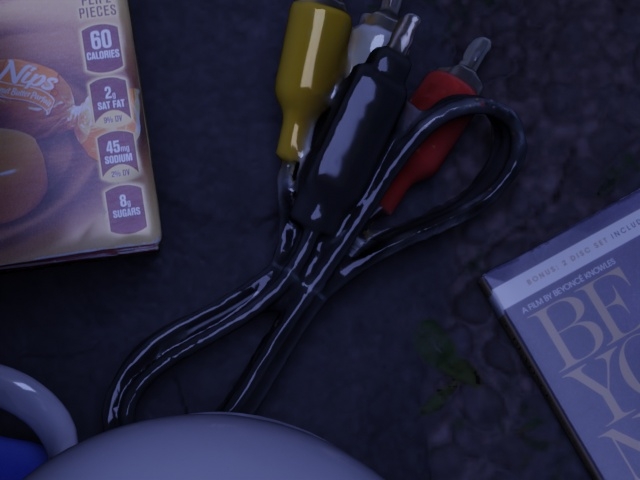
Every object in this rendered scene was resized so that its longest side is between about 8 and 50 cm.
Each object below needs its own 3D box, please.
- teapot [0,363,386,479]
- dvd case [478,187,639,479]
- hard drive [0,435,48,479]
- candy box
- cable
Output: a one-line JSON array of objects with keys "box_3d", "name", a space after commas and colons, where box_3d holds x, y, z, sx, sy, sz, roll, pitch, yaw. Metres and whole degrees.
[{"box_3d": [-0.046, 0.163, 0.693, 0.252, 0.187, 0.256, -12, 119, 14], "name": "teapot"}, {"box_3d": [0.205, 0.075, 0.813, 0.164, 0.018, 0.221, -28, 79, -9], "name": "dvd case"}, {"box_3d": [-0.277, 0.163, 0.671, 0.318, 0.040, 0.210, 16, 73, -31], "name": "hard drive"}, {"box_3d": [-0.188, -0.137, 0.780, 0.182, 0.087, 0.317, -8, 89, -6], "name": "candy box"}, {"box_3d": [0.000, 0.000, 0.817, 0.139, 0.072, 0.287, 29, 88, -13], "name": "cable"}]
